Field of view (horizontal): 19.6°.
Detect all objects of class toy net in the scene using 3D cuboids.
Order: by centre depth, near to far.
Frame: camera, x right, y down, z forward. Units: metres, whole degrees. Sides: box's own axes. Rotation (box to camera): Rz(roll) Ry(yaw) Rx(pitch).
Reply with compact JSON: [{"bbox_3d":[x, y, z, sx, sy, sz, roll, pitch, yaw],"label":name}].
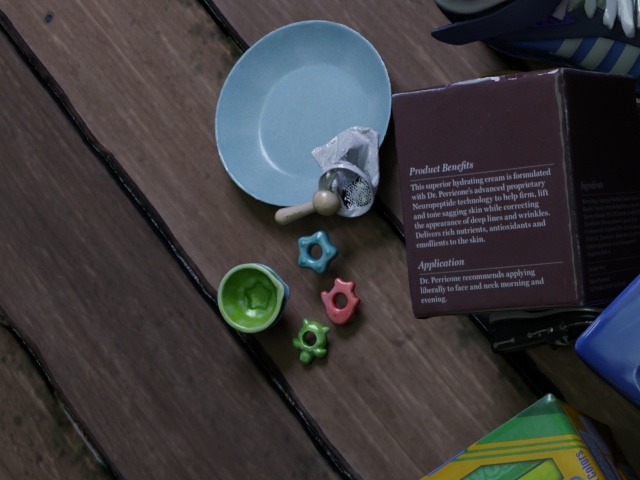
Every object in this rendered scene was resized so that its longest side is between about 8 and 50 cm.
[{"bbox_3d":[0.000,0.000,1.788,0.122,0.045,0.232,34,103,19],"label":"toy net"}]

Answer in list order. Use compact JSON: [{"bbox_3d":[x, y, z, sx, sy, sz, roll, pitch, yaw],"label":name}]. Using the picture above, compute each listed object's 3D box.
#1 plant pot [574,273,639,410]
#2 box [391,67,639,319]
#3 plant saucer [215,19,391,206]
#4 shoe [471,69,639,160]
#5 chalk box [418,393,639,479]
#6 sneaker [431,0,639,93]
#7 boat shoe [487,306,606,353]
[{"bbox_3d":[0.379,0.093,1.515,0.236,0.236,0.212,-46,69,7],"label":"plant pot"},{"bbox_3d":[0.181,-0.040,1.638,0.168,0.167,0.203,-5,90,32],"label":"box"},{"bbox_3d":[-0.012,-0.123,1.861,0.195,0.037,0.195,-7,73,24],"label":"plant saucer"},{"bbox_3d":[0.236,-0.112,1.737,0.219,0.058,0.076,17,104,32],"label":"shoe"},{"bbox_3d":[0.149,0.293,1.591,0.289,0.179,0.180,-37,64,12],"label":"chalk box"},{"bbox_3d":[0.241,-0.228,1.657,0.323,0.236,0.130,10,81,27],"label":"sneaker"},{"bbox_3d":[0.211,0.082,1.695,0.125,0.046,0.038,-6,74,27],"label":"boat shoe"}]
